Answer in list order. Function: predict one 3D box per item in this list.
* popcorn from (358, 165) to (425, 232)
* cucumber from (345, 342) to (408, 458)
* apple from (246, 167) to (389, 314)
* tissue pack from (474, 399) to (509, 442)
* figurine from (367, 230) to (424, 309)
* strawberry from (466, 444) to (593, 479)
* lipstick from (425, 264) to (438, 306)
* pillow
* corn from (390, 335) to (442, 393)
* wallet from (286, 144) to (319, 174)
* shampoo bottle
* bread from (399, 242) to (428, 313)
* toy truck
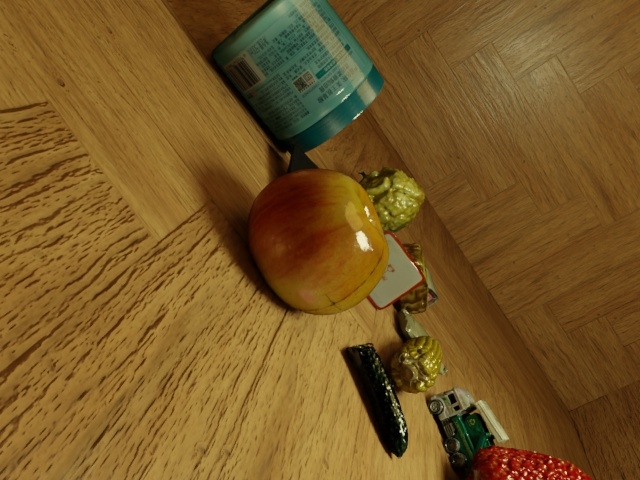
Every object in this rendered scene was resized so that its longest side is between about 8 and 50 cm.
[{"bbox_3d":[0.216,-0.136,1.984,0.225,0.249,0.249,49,15,17],"label":"popcorn"},{"bbox_3d":[0.125,0.318,1.237,0.067,0.067,0.245,24,36,-60],"label":"cucumber"},{"bbox_3d":[0.000,0.000,1.162,0.286,0.233,0.286,51,19,-24],"label":"apple"},{"bbox_3d":[0.424,0.448,1.502,0.056,0.023,0.108,27,28,-56],"label":"tissue pack"},{"bbox_3d":[0.161,0.043,1.687,0.183,0.160,0.226,52,10,-18],"label":"figurine"},{"bbox_3d":[0.469,0.613,1.359,0.351,0.267,0.312,37,55,-18],"label":"strawberry"},{"bbox_3d":[0.340,0.123,2.101,0.077,0.079,0.253,47,20,-27],"label":"lipstick"},{"bbox_3d":[0.287,0.287,1.727,0.208,0.053,0.119,51,15,-20],"label":"pillow"},{"bbox_3d":[0.242,0.297,1.501,0.119,0.119,0.322,59,15,5],"label":"corn"},{"bbox_3d":[-0.002,-0.073,1.493,0.247,0.041,0.323,41,36,-25],"label":"wallet"},{"bbox_3d":[-0.061,-0.460,1.604,0.343,0.331,0.331,49,20,-22],"label":"shampoo bottle"},{"bbox_3d":[0.270,0.107,1.828,0.222,0.095,0.182,-80,164,-66],"label":"bread"},{"bbox_3d":[0.370,0.477,1.530,0.110,0.116,0.216,33,30,-52],"label":"toy truck"}]
